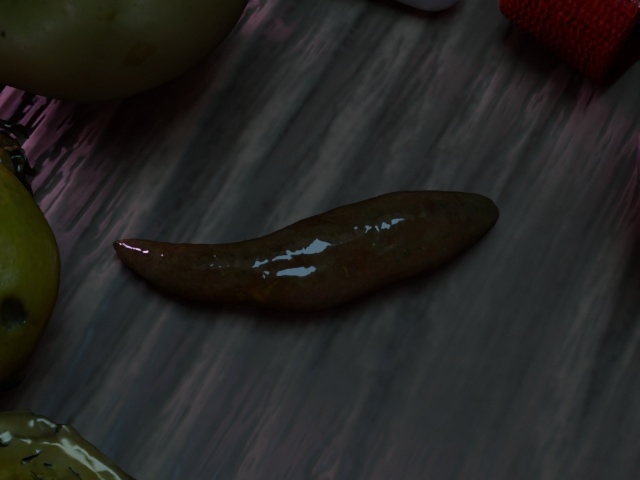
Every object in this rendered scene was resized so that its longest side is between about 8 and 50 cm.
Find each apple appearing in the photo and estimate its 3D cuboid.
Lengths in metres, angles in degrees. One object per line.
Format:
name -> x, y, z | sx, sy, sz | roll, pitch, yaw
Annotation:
apple -> -0.161, -0.217, 0.837 | 0.262, 0.262, 0.262 | 3, 59, -5

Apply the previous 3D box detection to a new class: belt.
belt -> 0.215, -0.214, 0.945 | 0.124, 0.128, 0.201 | 39, 64, 14

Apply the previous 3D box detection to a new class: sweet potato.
sweet potato -> 0.000, 0.008, 0.831 | 0.255, 0.058, 0.078 | -9, 45, -9

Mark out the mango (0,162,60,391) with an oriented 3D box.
mango -> -0.278, 0.014, 0.742 | 0.262, 0.130, 0.167 | 2, 85, -2

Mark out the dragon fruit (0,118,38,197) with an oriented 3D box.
dragon fruit -> -0.291, -0.088, 0.817 | 0.246, 0.125, 0.125 | 20, 50, -9

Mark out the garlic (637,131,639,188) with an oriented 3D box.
garlic -> 0.335, -0.108, 0.837 | 0.231, 0.246, 0.340 | 13, 74, 14

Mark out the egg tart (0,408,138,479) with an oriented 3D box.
egg tart -> -0.190, 0.212, 0.656 | 0.290, 0.107, 0.291 | 3, 60, -4

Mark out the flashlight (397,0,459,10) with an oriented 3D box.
flashlight -> 0.015, -0.218, 0.972 | 0.200, 0.047, 0.093 | 17, 59, 0
